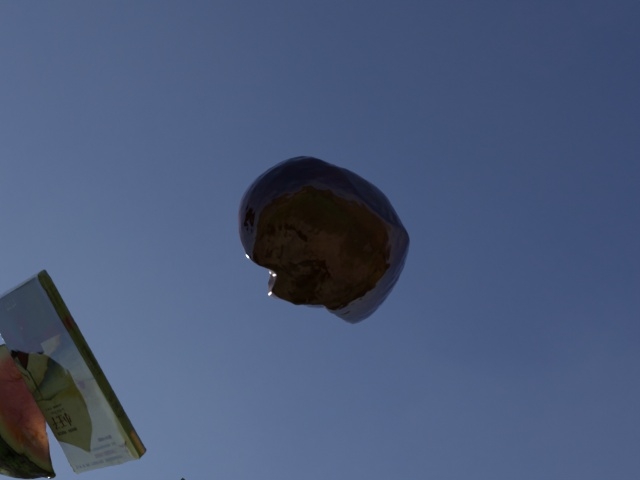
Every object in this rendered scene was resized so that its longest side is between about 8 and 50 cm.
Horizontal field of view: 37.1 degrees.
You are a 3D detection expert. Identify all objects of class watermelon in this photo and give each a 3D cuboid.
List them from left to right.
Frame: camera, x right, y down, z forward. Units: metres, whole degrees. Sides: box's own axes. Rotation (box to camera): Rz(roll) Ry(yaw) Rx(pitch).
[{"bbox_3d":[-0.469,0.256,1.430,0.119,0.245,0.063,7,-48,-43],"label":"watermelon"}]

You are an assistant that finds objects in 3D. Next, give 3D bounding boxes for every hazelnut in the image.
[{"bbox_3d":[0.003,-0.004,1.079,0.202,0.170,0.160,32,-67,-2],"label":"hazelnut"}]

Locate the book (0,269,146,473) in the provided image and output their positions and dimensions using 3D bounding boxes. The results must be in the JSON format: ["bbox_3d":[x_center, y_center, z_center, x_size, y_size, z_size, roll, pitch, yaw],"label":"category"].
[{"bbox_3d":[-0.364,0.191,1.350,0.026,0.201,0.289,-31,-85,-43],"label":"book"}]

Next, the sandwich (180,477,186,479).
[{"bbox_3d":[-0.115,0.329,0.742,0.155,0.198,0.227,-24,-86,-14],"label":"sandwich"}]
